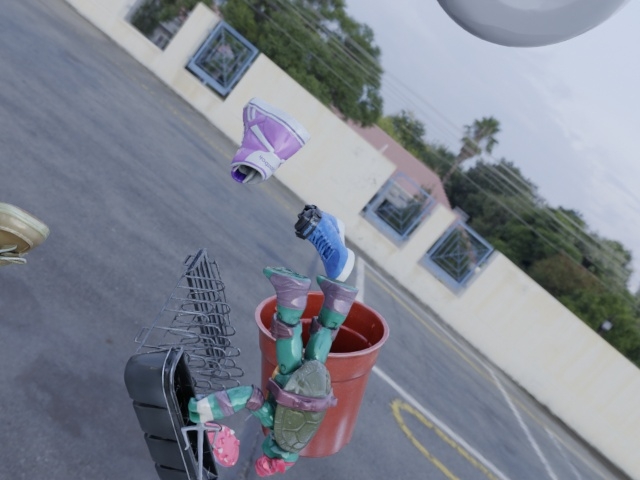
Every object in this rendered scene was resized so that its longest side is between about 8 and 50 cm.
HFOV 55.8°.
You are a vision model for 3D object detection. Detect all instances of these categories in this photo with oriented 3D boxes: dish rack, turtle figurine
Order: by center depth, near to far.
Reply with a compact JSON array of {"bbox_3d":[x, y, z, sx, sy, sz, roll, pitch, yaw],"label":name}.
[{"bbox_3d":[-0.038,0.150,0.637,0.118,0.234,0.175,19,3,28],"label":"turtle figurine"},{"bbox_3d":[-0.150,0.147,0.760,0.074,0.208,0.272,1,32,10],"label":"dish rack"}]

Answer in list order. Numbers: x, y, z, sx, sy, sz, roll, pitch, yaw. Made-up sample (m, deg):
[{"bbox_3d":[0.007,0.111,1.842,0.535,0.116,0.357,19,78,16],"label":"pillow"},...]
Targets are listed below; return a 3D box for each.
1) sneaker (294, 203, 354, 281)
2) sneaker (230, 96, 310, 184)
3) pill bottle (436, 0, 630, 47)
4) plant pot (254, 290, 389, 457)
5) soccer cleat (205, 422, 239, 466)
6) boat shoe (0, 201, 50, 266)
[{"bbox_3d":[-0.001,0.001,0.909,0.084,0.058,0.152,30,29,-24],"label":"sneaker"},{"bbox_3d":[-0.139,-0.200,1.235,0.102,0.161,0.282,43,-1,-26],"label":"sneaker"},{"bbox_3d":[0.174,-0.321,0.535,0.181,0.181,0.323,36,38,-26],"label":"pill bottle"},{"bbox_3d":[-0.014,0.282,1.260,0.272,0.265,0.272,7,19,-3],"label":"plant pot"},{"bbox_3d":[-0.269,0.449,1.367,0.248,0.095,0.083,53,37,-48],"label":"soccer cleat"},{"bbox_3d":[-0.525,0.012,0.941,0.104,0.285,0.089,44,49,-36],"label":"boat shoe"}]
